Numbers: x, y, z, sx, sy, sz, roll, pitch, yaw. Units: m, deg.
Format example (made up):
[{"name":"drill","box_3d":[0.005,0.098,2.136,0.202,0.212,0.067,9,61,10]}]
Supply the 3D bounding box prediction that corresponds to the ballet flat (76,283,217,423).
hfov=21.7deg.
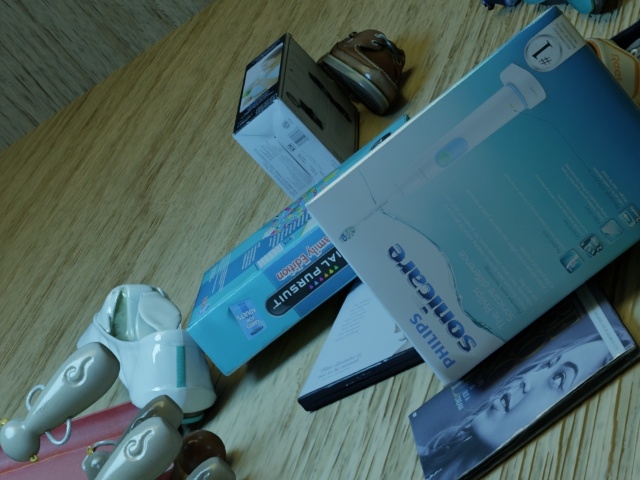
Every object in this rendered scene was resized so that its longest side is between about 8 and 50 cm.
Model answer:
[{"name":"ballet flat","box_3d":[-0.217,0.121,2.112,0.139,0.139,0.400,-44,20,-7]}]

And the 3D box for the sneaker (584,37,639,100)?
[{"name":"sneaker","box_3d":[0.259,-0.149,1.825,0.127,0.126,0.321,-1,0,-5]}]

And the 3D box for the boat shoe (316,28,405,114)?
[{"name":"boat shoe","box_3d":[0.069,-0.268,2.497,0.104,0.111,0.307,-42,18,1]}]

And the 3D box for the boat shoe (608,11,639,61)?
[{"name":"boat shoe","box_3d":[0.381,-0.240,1.865,0.206,0.065,0.075,-40,18,2]}]

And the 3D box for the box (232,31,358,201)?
[{"name":"box","box_3d":[-0.030,-0.169,2.384,0.087,0.169,0.290,-38,19,18]}]

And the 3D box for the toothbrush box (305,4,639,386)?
[{"name":"toothbrush box","box_3d":[0.169,-0.040,1.553,0.295,0.216,0.126,-39,-4,7]}]

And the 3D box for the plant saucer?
[{"name":"plant saucer","box_3d":[-0.302,0.280,1.955,0.259,0.048,0.258,-19,17,-7]}]

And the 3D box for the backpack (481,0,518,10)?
[{"name":"backpack","box_3d":[0.280,-0.402,2.401,0.084,0.105,0.114,13,53,41]}]

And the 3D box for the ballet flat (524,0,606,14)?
[{"name":"ballet flat","box_3d":[0.336,-0.359,2.204,0.096,0.095,0.280,-30,17,-6]}]

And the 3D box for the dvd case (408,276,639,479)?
[{"name":"dvd case","box_3d":[0.177,0.131,1.496,0.221,0.018,0.164,-38,18,9]}]

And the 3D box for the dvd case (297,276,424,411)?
[{"name":"dvd case","box_3d":[0.082,0.071,1.823,0.180,0.022,0.253,-28,22,36]}]

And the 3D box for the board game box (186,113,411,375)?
[{"name":"board game box","box_3d":[0.000,0.000,2.020,0.336,0.079,0.254,-38,11,10]}]

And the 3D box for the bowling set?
[{"name":"bowling set","box_3d":[-0.180,0.261,1.751,0.154,0.200,0.287,-45,60,4]}]
